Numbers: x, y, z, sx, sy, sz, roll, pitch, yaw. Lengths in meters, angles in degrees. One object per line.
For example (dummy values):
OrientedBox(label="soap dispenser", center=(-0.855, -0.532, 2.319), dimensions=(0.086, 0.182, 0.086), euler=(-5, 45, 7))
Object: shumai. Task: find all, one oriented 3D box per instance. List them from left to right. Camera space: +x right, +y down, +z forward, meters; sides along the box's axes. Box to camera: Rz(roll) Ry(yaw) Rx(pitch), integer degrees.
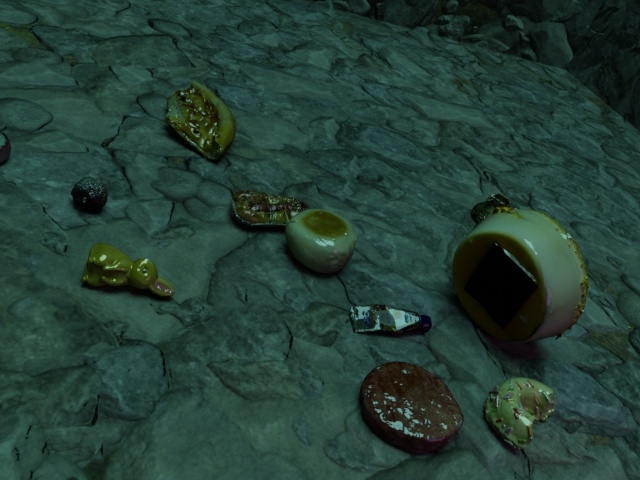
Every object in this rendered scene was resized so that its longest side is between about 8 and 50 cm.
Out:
OrientedBox(label="shumai", center=(0.470, -0.087, 1.825), dimensions=(0.099, 0.087, 0.123), euler=(11, 32, -12))

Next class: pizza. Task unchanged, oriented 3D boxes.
OrientedBox(label="pizza", center=(-0.310, -0.321, 1.734), dimensions=(0.182, 0.073, 0.365), euler=(16, 31, -24))

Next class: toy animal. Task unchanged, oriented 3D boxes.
OrientedBox(label="toy animal", center=(-0.329, 0.054, 1.183), dimensions=(0.159, 0.070, 0.083), euler=(19, 30, -13))

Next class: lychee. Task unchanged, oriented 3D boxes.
OrientedBox(label="lychee", center=(-0.453, -0.092, 1.329), dimensions=(0.067, 0.068, 0.083), euler=(53, 13, -31))

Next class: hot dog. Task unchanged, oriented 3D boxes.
OrientedBox(label="hot dog", center=(-0.110, -0.067, 1.495), dimensions=(0.191, 0.059, 0.108), euler=(3, 41, -29))

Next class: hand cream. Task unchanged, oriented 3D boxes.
OrientedBox(label="hand cream", center=(0.139, 0.158, 1.323), dimensions=(0.163, 0.039, 0.062), euler=(6, 51, -18))

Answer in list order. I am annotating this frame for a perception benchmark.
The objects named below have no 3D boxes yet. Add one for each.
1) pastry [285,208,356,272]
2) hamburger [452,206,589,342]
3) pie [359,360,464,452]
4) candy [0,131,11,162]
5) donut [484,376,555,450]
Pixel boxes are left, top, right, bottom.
OrientedBox(label="pastry", center=(0.000, 0.000, 1.425), dimensions=(0.157, 0.092, 0.156), euler=(16, 29, -9))
OrientedBox(label="hamburger", center=(0.413, 0.069, 1.392), dimensions=(0.179, 0.276, 0.294), euler=(-20, 54, -32))
OrientedBox(label="pie", center=(0.153, 0.277, 1.142), dimensions=(0.182, 0.049, 0.182), euler=(13, 33, -9))
OrientedBox(label="candy", center=(-0.680, -0.190, 1.360), dimensions=(0.103, 0.043, 0.103), euler=(15, 33, -10))
OrientedBox(label="donut", center=(0.357, 0.296, 1.214), dimensions=(0.108, 0.065, 0.166), euler=(37, 35, 24))
